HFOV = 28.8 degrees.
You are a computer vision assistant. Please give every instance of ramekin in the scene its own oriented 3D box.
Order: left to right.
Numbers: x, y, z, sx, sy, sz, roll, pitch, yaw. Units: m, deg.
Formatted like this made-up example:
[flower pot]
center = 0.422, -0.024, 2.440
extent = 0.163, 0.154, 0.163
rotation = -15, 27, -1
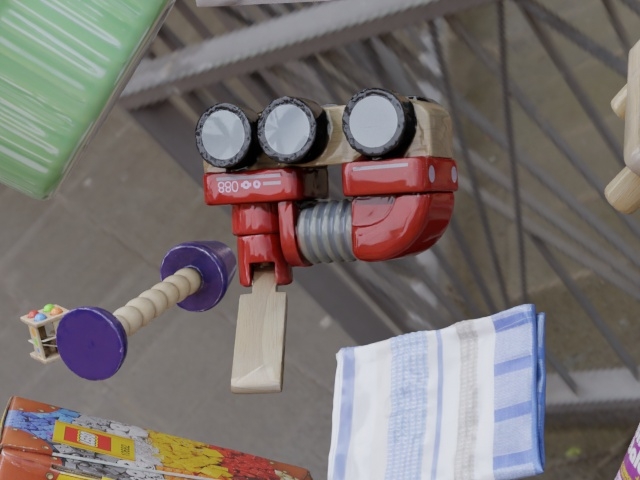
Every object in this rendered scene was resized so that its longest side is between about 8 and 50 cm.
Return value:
[ramekin]
center = -0.251, -0.185, 1.177
extent = 0.303, 0.148, 0.303
rotation = -56, 11, 16

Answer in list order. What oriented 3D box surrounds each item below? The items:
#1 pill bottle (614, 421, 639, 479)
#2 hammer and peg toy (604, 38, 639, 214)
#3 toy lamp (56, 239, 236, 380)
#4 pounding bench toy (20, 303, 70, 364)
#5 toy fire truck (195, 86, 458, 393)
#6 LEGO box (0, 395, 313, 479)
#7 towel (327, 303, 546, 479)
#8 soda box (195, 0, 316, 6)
[pill bottle]
center = 0.515, 0.265, 1.676
extent = 0.169, 0.169, 0.301
rotation = 50, 129, 54
[hammer and peg toy]
center = 0.430, -0.104, 1.286
extent = 0.127, 0.266, 0.361
rotation = -51, 9, 35
[toy lamp]
center = -0.161, 0.058, 1.235
extent = 0.080, 0.080, 0.275
rotation = -22, 5, 26
[pounding bench toy]
center = -0.344, 0.115, 1.649
extent = 0.083, 0.065, 0.052
rotation = -21, 19, -32
[toy fire truck]
center = 0.000, 0.000, 1.073
extent = 0.217, 0.158, 0.246
rotation = -3, 91, 24
[LEGO box]
center = -0.240, 0.475, 1.392
extent = 0.193, 0.372, 0.500
rotation = -139, 66, -78
[towel]
center = 0.129, 0.191, 1.435
extent = 0.285, 0.034, 0.209
rotation = -16, 54, 34
[soda box]
center = 0.044, -0.243, 0.933
extent = 0.286, 0.091, 0.098
rotation = 0, 41, 11
